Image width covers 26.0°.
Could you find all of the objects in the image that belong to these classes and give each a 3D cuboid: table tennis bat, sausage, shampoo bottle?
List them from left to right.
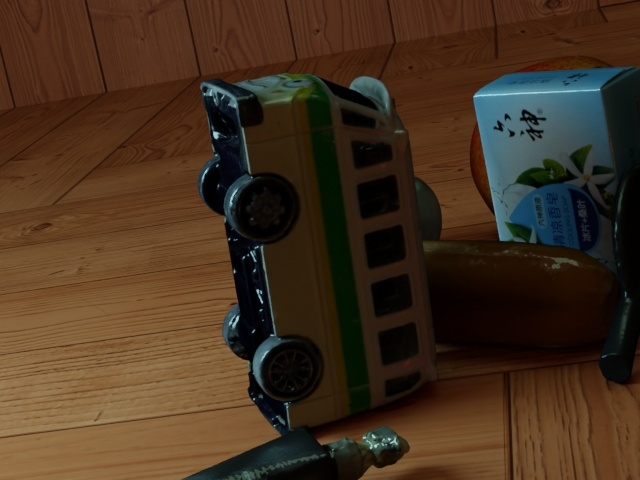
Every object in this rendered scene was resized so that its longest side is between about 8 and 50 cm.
[{"bbox_3d":[-0.033,0.185,1.038,0.208,0.057,0.063,-18,16,-22],"label":"shampoo bottle"},{"bbox_3d":[0.154,0.049,1.314,0.274,0.105,0.105,2,20,36],"label":"sausage"},{"bbox_3d":[0.287,0.032,1.243,0.027,0.150,0.236,-7,38,33],"label":"table tennis bat"}]

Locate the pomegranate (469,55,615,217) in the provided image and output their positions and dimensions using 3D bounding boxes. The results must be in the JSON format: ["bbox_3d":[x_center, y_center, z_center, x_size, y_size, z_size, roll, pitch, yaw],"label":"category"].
[{"bbox_3d":[0.289,-0.099,1.569,0.221,0.220,0.257,-17,24,-20],"label":"pomegranate"}]

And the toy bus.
[{"bbox_3d":[0.000,0.000,1.221,0.179,0.305,0.143,-12,14,-14],"label":"toy bus"}]

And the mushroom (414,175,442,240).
[{"bbox_3d":[0.030,-0.044,1.531,0.207,0.215,0.207,-3,20,1],"label":"mushroom"}]

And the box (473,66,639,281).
[{"bbox_3d":[0.246,-0.047,1.351,0.143,0.232,0.083,3,24,41],"label":"box"}]
